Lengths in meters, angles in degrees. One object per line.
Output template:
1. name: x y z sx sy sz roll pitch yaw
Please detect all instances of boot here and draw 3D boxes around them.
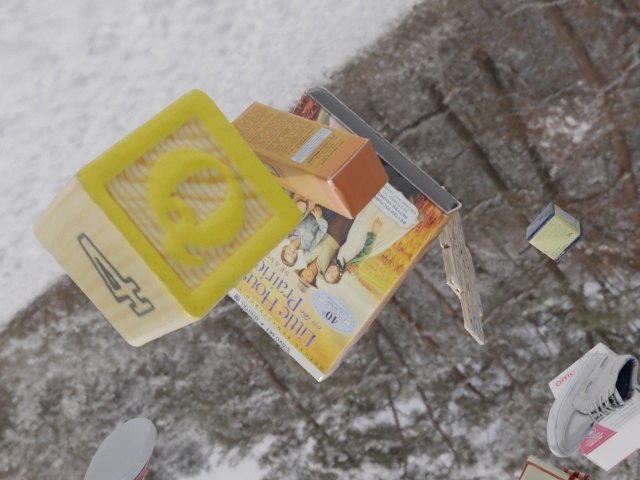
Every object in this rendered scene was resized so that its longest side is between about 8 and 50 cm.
1. boot: 0.572 0.337 1.660 0.123 0.095 0.258 -18 -146 56

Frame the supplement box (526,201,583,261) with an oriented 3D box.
1. supplement box: 0.490 -0.018 1.669 0.083 0.083 0.056 -53 -175 32

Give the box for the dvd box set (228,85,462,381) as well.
1. dvd box set: 0.000 0.000 1.342 0.062 0.307 0.420 -28 157 -53

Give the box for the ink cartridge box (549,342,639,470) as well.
1. ink cartridge box: 0.661 0.382 1.855 0.172 0.100 0.237 -45 -154 19

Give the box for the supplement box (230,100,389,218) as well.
1. supplement box: -0.026 -0.108 1.016 0.233 0.078 0.080 25 -113 43

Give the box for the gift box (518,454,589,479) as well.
1. gift box: 0.468 0.609 1.545 0.255 0.276 0.258 -65 162 14

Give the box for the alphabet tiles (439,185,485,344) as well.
1. alphabet tiles: 0.262 0.050 1.493 0.021 0.278 0.284 -14 158 16

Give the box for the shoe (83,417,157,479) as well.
1. shoe: -0.239 0.302 0.938 0.063 0.081 0.178 7 -130 24

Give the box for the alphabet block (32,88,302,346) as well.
1. alphabet block: -0.175 -0.019 0.901 0.192 0.193 0.197 -47 -168 -34
